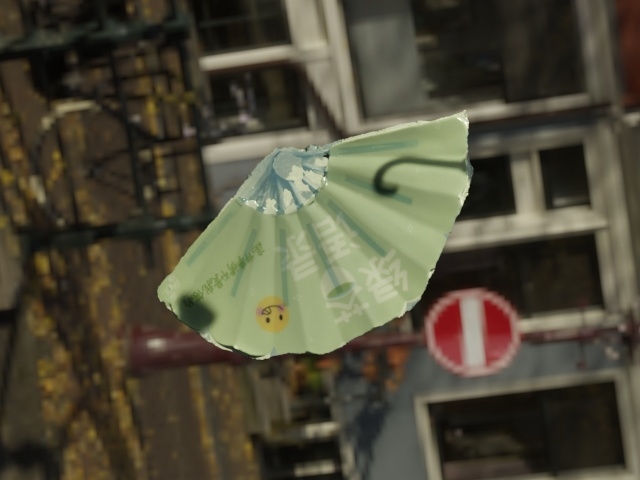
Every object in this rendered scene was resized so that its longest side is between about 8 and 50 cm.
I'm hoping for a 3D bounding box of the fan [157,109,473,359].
[{"bbox_3d":[0.000,0.000,1.047,0.131,0.240,0.009,63,22,8],"label":"fan"}]
